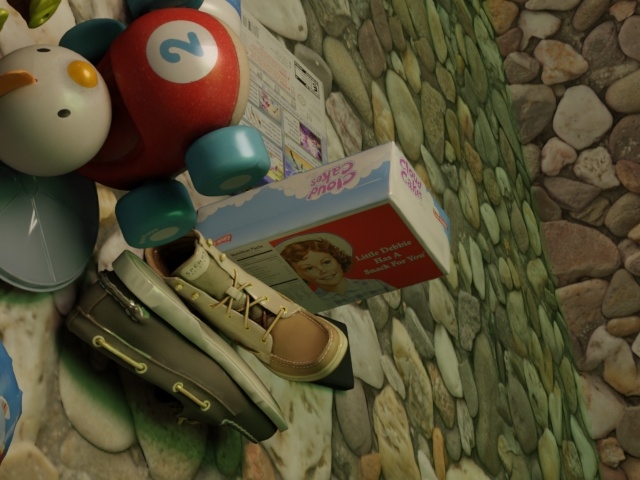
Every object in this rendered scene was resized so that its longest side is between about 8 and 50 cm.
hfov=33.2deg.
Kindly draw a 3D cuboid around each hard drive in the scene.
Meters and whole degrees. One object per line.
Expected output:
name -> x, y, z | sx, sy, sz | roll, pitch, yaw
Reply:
hard drive -> 0.002, 0.146, 1.429 | 0.135, 0.022, 0.094 | 25, 53, -57

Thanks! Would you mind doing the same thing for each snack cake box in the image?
snack cake box -> 0.000, 0.000, 1.234 | 0.152, 0.264, 0.089 | 50, 33, -39

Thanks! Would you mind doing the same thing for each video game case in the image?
video game case -> -0.080, -0.162, 1.409 | 0.269, 0.061, 0.244 | 36, 43, -51

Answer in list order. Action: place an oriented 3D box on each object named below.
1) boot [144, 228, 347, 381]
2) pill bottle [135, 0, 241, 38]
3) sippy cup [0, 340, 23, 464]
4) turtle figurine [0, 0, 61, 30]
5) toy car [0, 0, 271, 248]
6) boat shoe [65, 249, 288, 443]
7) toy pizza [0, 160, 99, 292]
boot -> -0.083, 0.065, 1.128 | 0.077, 0.213, 0.165 | -55, 131, -14
pill bottle -> -0.155, -0.281, 1.259 | 0.124, 0.124, 0.222 | 36, 43, -52
sippy cup -> -0.299, 0.124, 0.635 | 0.224, 0.240, 0.306 | -51, 155, -72
turtle figurine -> -0.337, -0.270, 0.926 | 0.217, 0.087, 0.269 | 55, 31, -1
toy car -> -0.201, -0.122, 0.930 | 0.238, 0.210, 0.219 | -4, 68, -51
boat shoe -> -0.137, 0.129, 1.085 | 0.109, 0.091, 0.305 | 43, -6, 47
toy pizza -> -0.277, -0.049, 0.978 | 0.201, 0.032, 0.201 | 39, 42, -48
